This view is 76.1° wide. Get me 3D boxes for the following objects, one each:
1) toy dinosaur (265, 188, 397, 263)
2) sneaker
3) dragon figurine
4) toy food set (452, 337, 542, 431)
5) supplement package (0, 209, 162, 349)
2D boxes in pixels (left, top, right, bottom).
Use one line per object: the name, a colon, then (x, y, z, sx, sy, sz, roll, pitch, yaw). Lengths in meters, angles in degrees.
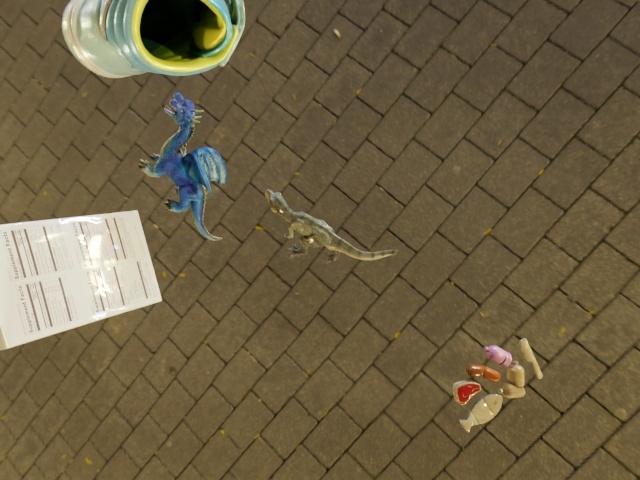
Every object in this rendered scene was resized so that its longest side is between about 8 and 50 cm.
toy dinosaur: (0.000, 0.000, 0.784, 0.268, 0.118, 0.064, 26, 54, -2)
sneaker: (-0.131, -0.304, 0.485, 0.208, 0.127, 0.318, 25, 72, 37)
dragon figurine: (-0.234, -0.123, 0.771, 0.144, 0.085, 0.289, -20, 110, 19)
toy food set: (0.211, 0.172, 0.507, 0.122, 0.019, 0.077, -26, 93, -10)
supplement package: (-0.495, 0.072, 0.783, 0.200, 0.263, 0.197, -16, 89, 39)
